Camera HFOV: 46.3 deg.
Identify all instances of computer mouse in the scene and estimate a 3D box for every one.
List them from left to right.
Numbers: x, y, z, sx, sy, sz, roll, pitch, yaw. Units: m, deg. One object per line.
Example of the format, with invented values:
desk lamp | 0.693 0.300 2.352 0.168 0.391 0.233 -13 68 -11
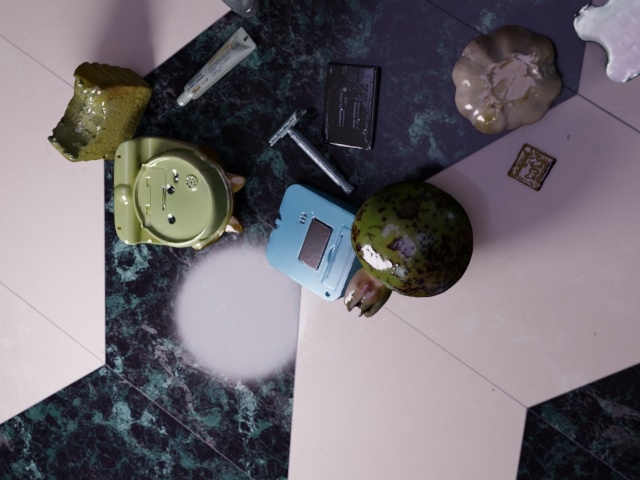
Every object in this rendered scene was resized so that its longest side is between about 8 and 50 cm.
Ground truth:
computer mouse | -0.209 -0.617 1.772 0.229 0.068 0.113 48 127 15

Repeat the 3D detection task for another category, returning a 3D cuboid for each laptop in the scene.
laptop | 0.068 -0.317 1.769 0.135 0.016 0.197 10 106 19

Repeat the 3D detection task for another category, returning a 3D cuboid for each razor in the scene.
razor | -0.007 -0.200 1.806 0.232 0.068 0.106 46 124 -5

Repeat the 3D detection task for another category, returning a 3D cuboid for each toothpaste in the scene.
toothpaste | -0.263 -0.421 1.854 0.255 0.037 0.067 -39 82 21

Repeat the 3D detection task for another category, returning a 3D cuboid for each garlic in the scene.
garlic | 0.386 -0.337 1.573 0.228 0.152 0.227 2 97 14

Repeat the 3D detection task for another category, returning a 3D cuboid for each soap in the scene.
soap | 0.595 -0.405 1.319 0.261 0.446 0.156 -33 89 23

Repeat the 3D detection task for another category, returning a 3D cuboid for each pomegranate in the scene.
pomegranate | 0.177 0.036 1.675 0.285 0.285 0.340 38 112 8

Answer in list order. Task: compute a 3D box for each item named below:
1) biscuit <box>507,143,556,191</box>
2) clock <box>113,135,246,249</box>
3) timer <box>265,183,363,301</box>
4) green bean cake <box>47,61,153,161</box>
biscuit | 0.468 -0.162 1.659 0.081 0.018 0.083 29 110 12
clock | -0.359 -0.113 1.921 0.348 0.117 0.286 9 106 18
timer | 0.000 0.000 1.856 0.250 0.091 0.232 30 113 23
green bean cake | -0.560 -0.324 1.885 0.124 0.233 0.236 37 112 15
